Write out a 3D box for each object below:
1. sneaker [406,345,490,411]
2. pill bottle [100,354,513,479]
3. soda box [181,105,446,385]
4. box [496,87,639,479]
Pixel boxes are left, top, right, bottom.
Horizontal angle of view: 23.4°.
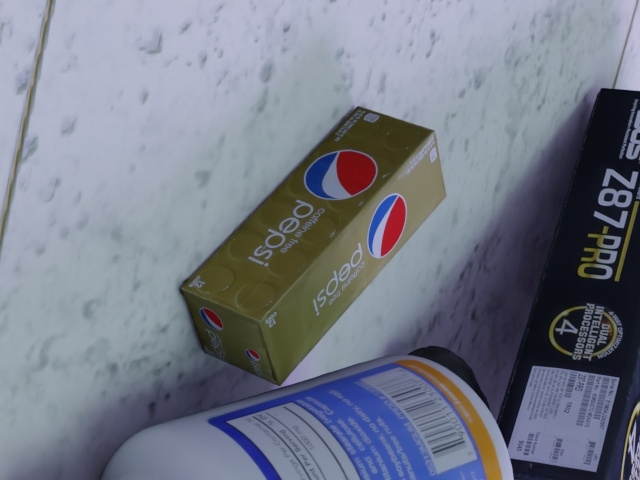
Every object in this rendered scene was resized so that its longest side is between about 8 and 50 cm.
[{"bbox_3d":[0.028,0.202,1.051,0.130,0.109,0.286,31,76,-47],"label":"sneaker"},{"bbox_3d":[-0.031,0.164,0.872,0.272,0.152,0.152,-13,118,-40],"label":"pill bottle"},{"bbox_3d":[0.000,0.000,0.929,0.181,0.061,0.058,-48,142,-30],"label":"soda box"},{"bbox_3d":[0.231,0.125,1.215,0.318,0.097,0.395,77,27,-44],"label":"box"}]
